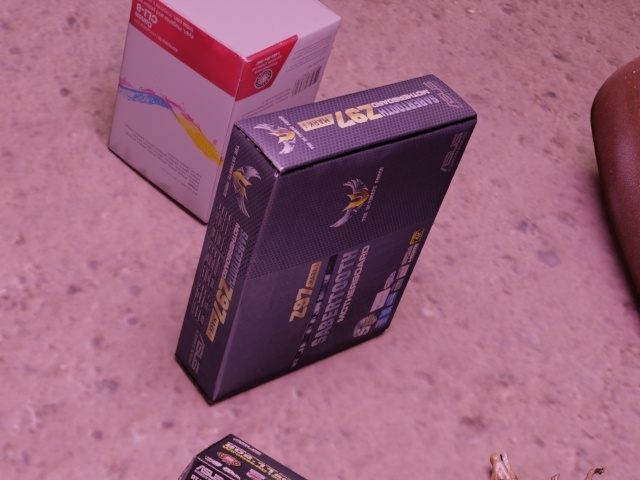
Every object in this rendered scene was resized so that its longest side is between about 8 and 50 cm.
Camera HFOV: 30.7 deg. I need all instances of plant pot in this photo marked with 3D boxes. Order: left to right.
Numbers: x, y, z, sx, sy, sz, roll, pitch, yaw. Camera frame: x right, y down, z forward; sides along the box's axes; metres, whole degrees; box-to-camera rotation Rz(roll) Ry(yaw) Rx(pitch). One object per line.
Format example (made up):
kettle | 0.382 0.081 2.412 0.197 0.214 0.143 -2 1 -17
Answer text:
plant pot | 0.357 -0.028 1.078 0.215 0.215 0.230 15 57 -7

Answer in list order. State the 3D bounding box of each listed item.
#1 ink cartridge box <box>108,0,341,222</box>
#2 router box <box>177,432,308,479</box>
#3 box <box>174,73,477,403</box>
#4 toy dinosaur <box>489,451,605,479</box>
ink cartridge box | -0.087 -0.133 1.000 0.127 0.176 0.128 36 43 19
router box | -0.029 0.179 0.765 0.122 0.038 0.092 30 4 9
box | 0.000 0.000 0.852 0.183 0.233 0.059 -17 51 -36
toy dinosaur | 0.199 0.217 0.845 0.092 0.053 0.183 -17 36 -29
